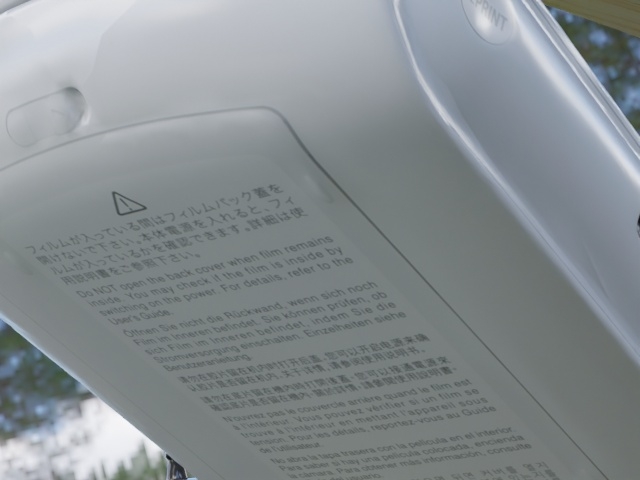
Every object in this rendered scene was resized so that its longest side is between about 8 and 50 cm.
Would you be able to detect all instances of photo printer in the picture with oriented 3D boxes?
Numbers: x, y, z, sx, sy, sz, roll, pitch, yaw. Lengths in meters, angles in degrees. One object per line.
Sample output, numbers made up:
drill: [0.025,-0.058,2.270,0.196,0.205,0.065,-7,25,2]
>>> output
photo printer: [0.000,0.000,0.649,0.256,0.107,0.307,-13,-43,35]

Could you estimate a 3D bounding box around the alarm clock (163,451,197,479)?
alarm clock: [-0.065,0.165,0.852,0.064,0.192,0.129,-6,-12,-14]

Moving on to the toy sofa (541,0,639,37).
toy sofa: [0.176,-0.266,1.170,0.362,0.150,0.177,16,-26,-8]
